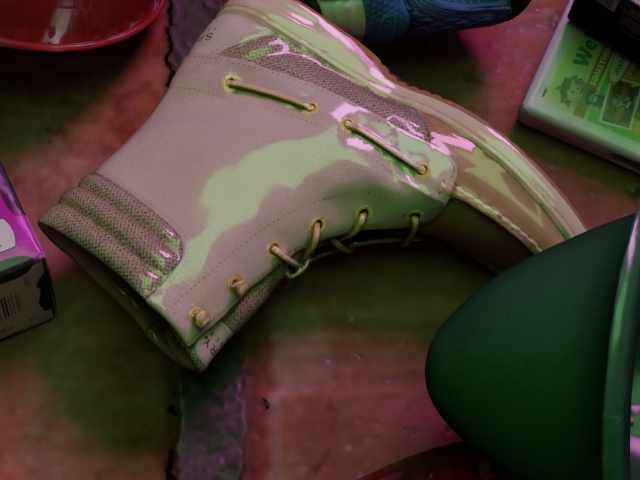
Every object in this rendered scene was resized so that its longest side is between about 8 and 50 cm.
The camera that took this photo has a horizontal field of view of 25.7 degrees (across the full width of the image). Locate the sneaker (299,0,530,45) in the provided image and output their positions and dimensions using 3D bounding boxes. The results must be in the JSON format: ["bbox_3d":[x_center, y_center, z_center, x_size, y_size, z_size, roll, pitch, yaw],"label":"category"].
[{"bbox_3d":[0.056,-0.248,0.739,0.147,0.130,0.330,2,72,-8],"label":"sneaker"}]

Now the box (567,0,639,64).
[{"bbox_3d":[0.171,-0.133,0.681,0.062,0.052,0.083,35,76,8],"label":"box"}]

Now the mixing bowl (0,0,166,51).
[{"bbox_3d":[-0.139,-0.185,0.657,0.181,0.098,0.181,18,41,-17],"label":"mixing bowl"}]

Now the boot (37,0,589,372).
[{"bbox_3d":[0.000,0.000,0.629,0.213,0.077,0.165,36,69,8],"label":"boot"}]

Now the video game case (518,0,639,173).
[{"bbox_3d":[0.230,-0.115,0.716,0.193,0.023,0.212,24,75,6],"label":"video game case"}]

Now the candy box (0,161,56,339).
[{"bbox_3d":[-0.254,0.001,0.606,0.233,0.071,0.159,-24,68,-16],"label":"candy box"}]

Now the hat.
[{"bbox_3d":[0.061,0.050,0.598,0.183,0.173,0.208,5,21,28],"label":"hat"}]
